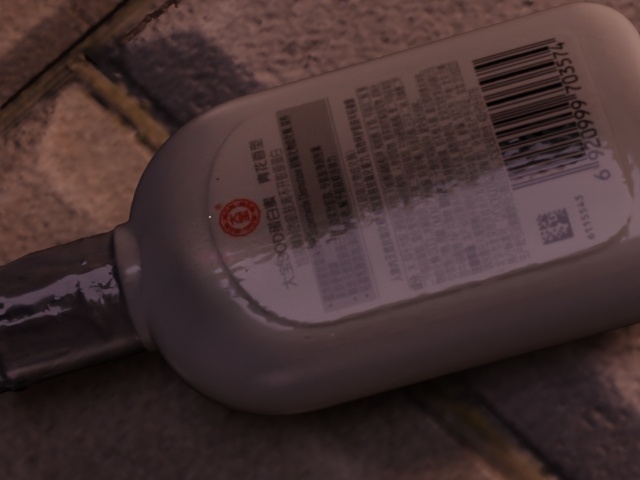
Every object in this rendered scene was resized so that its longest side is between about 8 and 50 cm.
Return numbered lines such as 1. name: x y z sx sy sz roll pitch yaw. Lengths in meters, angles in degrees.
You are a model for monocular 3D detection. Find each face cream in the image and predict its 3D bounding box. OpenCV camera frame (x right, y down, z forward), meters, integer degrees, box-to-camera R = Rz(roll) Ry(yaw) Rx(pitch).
1. face cream: 0.000 0.000 0.713 0.291 0.071 0.144 -17 61 2
